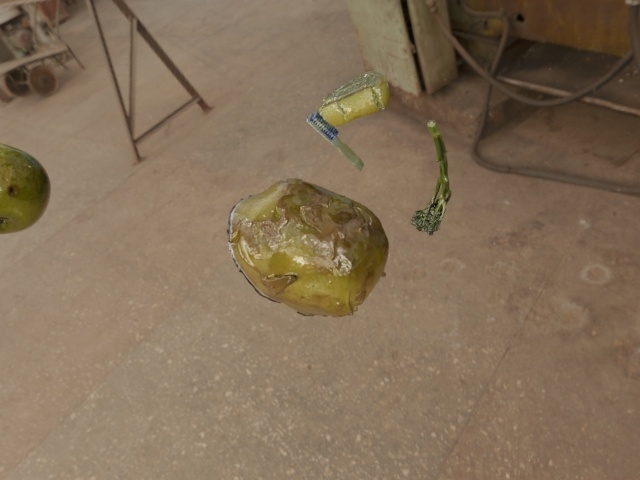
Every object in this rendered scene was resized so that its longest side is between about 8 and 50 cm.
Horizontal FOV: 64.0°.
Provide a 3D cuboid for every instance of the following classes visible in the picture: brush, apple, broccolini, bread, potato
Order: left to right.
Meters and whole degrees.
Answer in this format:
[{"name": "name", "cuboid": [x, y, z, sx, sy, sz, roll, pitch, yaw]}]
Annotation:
[{"name": "apple", "cuboid": [-0.643, -0.098, 1.013, 0.196, 0.196, 0.157, -18, 68, 6]}, {"name": "potato", "cuboid": [0.000, 0.000, 0.933, 0.196, 0.299, 0.247, -21, 50, 34]}, {"name": "brush", "cuboid": [0.041, -0.224, 1.152, 0.030, 0.178, 0.033, -29, 31, 40]}, {"name": "bread", "cuboid": [0.071, -0.301, 1.088, 0.156, 0.064, 0.117, -25, 31, 4]}, {"name": "broccolini", "cuboid": [0.162, -0.087, 0.721, 0.052, 0.194, 0.054, -23, 43, -21]}]
